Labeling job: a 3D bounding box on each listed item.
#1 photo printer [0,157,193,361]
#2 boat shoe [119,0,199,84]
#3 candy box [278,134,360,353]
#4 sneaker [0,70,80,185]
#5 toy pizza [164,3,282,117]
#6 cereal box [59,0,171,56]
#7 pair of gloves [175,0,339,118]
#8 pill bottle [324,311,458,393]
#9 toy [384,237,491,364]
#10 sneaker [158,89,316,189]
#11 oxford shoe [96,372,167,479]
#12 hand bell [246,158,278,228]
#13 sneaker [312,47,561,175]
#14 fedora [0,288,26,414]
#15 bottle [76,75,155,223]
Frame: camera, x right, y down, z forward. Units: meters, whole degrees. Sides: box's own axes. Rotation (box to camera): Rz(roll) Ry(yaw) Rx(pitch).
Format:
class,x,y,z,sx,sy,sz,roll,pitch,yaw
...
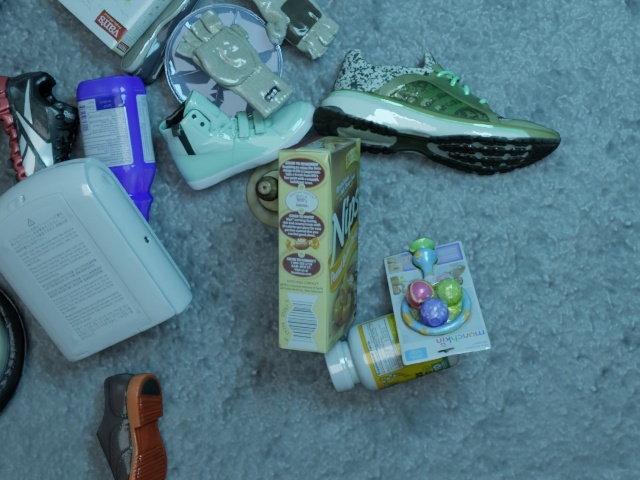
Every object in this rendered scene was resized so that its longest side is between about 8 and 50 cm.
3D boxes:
class,x,y,z,sx,sy,sz,roll,pitch,yaw
photo printer,-0.393,0.027,1.419,0.256,0.107,0.307,-26,108,21
boat shoe,-0.263,-0.362,1.503,0.206,0.075,0.065,-53,131,-3
candy box,0.000,0.000,1.381,0.088,0.183,0.316,5,105,16
sneaker,-0.470,-0.168,1.488,0.135,0.097,0.275,-20,88,6
toy pizza,-0.166,-0.304,1.490,0.201,0.032,0.201,-1,98,-7
cereal box,-0.326,-0.458,1.483,0.173,0.047,0.240,42,93,16
pair of gloves,-0.099,-0.341,1.446,0.204,0.042,0.240,37,71,-5
pill bottle,0.115,0.183,1.447,0.209,0.117,0.117,-18,90,3
toy,0.180,0.082,1.396,0.137,0.237,0.056,-13,130,6
sneaker,-0.141,-0.198,1.440,0.256,0.094,0.151,-27,125,5
oxford shoe,-0.331,0.364,1.502,0.099,0.097,0.271,-1,86,23
hand bell,-0.076,-0.082,1.393,0.126,0.242,0.126,0,90,4
sneaker,0.202,-0.232,1.435,0.411,0.158,0.181,11,74,-2
fedora,-0.679,0.208,1.479,0.334,0.152,0.333,0,91,3
bottle,-0.341,-0.135,1.477,0.118,0.092,0.282,-4,96,25
